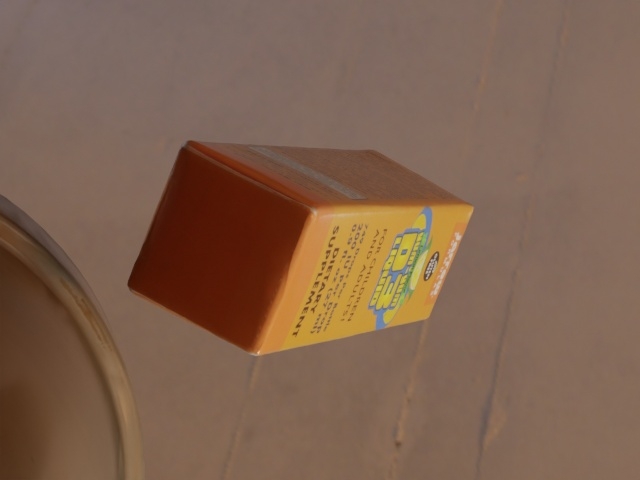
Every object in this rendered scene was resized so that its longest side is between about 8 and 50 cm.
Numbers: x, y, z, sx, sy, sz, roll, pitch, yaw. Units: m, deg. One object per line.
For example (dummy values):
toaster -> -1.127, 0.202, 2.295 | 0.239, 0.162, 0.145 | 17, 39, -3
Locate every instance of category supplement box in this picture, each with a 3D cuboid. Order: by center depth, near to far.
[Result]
supplement box -> 0.000, 0.000, 0.793 | 0.080, 0.233, 0.078 | 26, -78, 19

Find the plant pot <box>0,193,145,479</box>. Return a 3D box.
plant pot -> -0.216, 0.128, 0.654 | 0.323, 0.323, 0.280 | -27, -165, -10
